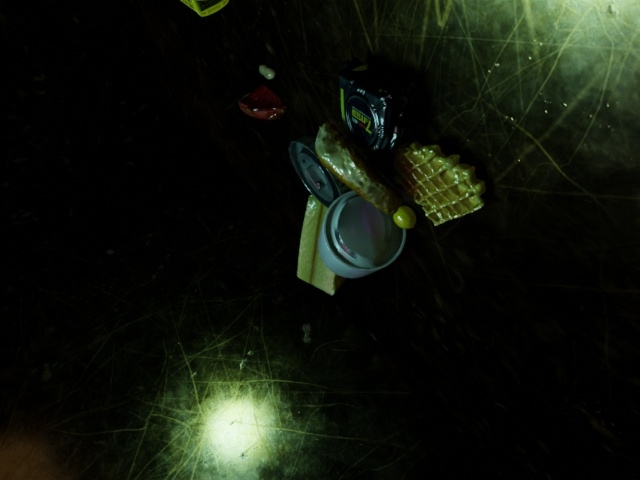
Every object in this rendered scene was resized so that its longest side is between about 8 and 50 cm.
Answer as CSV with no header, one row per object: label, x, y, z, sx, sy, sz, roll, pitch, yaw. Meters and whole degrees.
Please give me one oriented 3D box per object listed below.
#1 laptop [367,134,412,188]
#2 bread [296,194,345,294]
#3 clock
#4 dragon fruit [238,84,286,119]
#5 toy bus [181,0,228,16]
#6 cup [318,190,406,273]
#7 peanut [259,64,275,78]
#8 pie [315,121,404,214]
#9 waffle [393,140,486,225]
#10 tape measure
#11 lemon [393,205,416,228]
laptop,0.177,-0.239,1.112,0.154,0.026,0.207,44,164,24
bread,0.000,0.000,1.797,0.233,0.245,0.361,22,146,38
clock,0.000,-0.246,1.562,0.312,0.061,0.312,48,165,17
dragon fruit,-0.204,-0.475,1.545,0.161,0.120,0.127,41,168,22
toy bus,-0.386,-0.800,1.287,0.330,0.144,0.152,45,164,31
cup,0.121,0.000,1.417,0.253,0.253,0.371,51,169,6
peanut,-0.182,-0.569,1.419,0.083,0.037,0.037,49,166,31
pie,0.096,-0.179,1.084,0.315,0.092,0.315,41,-166,-13
waffle,0.261,-0.148,0.970,0.219,0.057,0.229,47,165,-1
tape measure,0.125,-0.294,0.952,0.199,0.112,0.186,47,152,37
lemon,0.244,-0.069,1.230,0.083,0.062,0.062,51,166,8
